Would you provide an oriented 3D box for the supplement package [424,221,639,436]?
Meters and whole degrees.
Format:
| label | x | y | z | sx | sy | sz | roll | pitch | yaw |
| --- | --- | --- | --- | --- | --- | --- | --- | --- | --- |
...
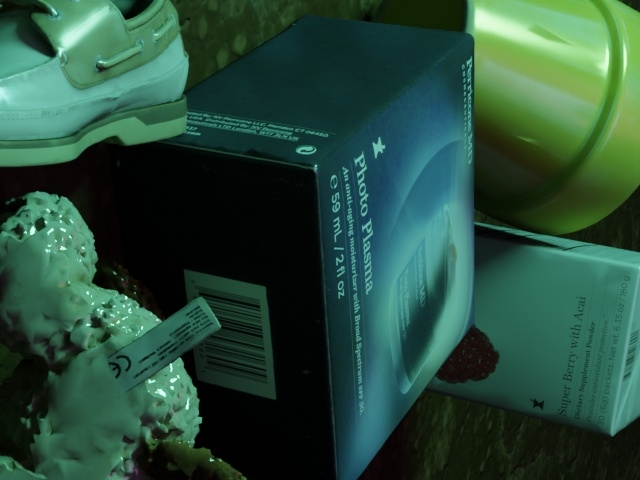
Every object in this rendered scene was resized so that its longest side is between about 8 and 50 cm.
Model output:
| label | x | y | z | sx | sy | sz | roll | pitch | yaw |
| --- | --- | --- | --- | --- | --- | --- | --- | --- | --- |
| supplement package | 0.204 | 0.081 | 1.351 | 0.175 | 0.293 | 0.177 | -5 | 104 | -63 |

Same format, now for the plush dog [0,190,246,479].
| label | x | y | z | sx | sy | sz | roll | pitch | yaw |
| --- | --- | --- | --- | --- | --- | --- | --- | --- | --- |
| plush dog | -0.145 | 0.121 | 0.833 | 0.225 | 0.210 | 0.262 | 102 | 4 | -83 |

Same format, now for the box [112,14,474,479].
| label | x | y | z | sx | sy | sz | roll | pitch | yaw |
| --- | --- | --- | --- | --- | --- | --- | --- | --- | --- |
| box | 0.000 | 0.000 | 1.047 | 0.294 | 0.182 | 0.296 | -45 | 138 | -51 |

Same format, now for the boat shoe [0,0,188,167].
| label | x | y | z | sx | sy | sz | roll | pitch | yaw |
| --- | --- | --- | --- | --- | --- | --- | --- | --- | --- |
| boat shoe | -0.174 | -0.105 | 0.753 | 0.302 | 0.113 | 0.103 | -32 | 128 | -69 |

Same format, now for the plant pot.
| label | x | y | z | sx | sy | sz | roll | pitch | yaw |
| --- | --- | --- | --- | --- | --- | --- | --- | --- | --- |
| plant pot | 0.177 | -0.156 | 1.250 | 0.239 | 0.254 | 0.254 | 20 | 81 | -33 |
